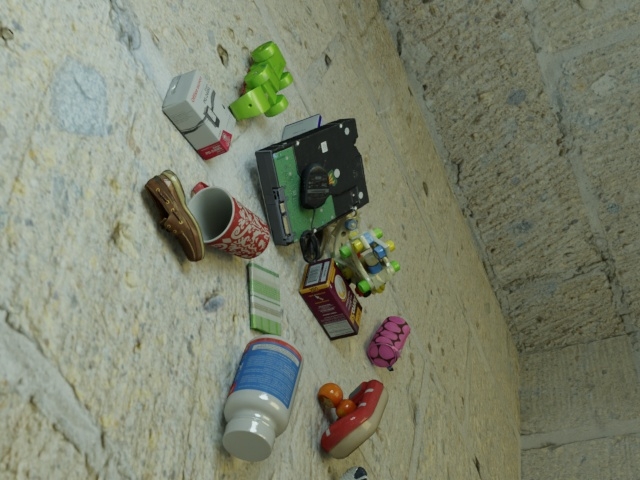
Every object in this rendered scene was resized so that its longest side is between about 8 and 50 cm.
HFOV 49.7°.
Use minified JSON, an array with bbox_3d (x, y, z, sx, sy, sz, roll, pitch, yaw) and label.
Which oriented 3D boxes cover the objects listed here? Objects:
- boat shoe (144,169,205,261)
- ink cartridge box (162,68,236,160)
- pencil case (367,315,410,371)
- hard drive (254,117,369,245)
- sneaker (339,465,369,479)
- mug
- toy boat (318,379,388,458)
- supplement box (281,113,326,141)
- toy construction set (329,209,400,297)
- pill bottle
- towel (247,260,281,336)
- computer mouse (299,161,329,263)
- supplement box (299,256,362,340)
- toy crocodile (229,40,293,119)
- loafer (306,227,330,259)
[{"bbox_3d":[-0.267,-0.038,1.261,0.060,0.064,0.178,-31,109,-32],"label":"boat shoe"},{"bbox_3d":[-0.247,-0.260,1.429,0.150,0.063,0.109,53,31,-40],"label":"ink cartridge box"},{"bbox_3d":[0.209,0.297,2.045,0.095,0.098,0.209,68,23,-13],"label":"pencil case"},{"bbox_3d":[-0.012,-0.152,1.714,0.339,0.064,0.237,-32,117,-46],"label":"hard drive"},{"bbox_3d":[0.097,0.647,1.578,0.153,0.094,0.235,44,37,-51],"label":"sneaker"},{"bbox_3d":[-0.180,-0.044,1.388,0.169,0.113,0.150,34,47,-61],"label":"mug"},{"bbox_3d":[0.057,0.398,1.631,0.151,0.151,0.231,41,26,0],"label":"toy boat"},{"bbox_3d":[-0.005,-0.214,1.879,0.220,0.111,0.114,54,31,-38],"label":"supplement box"},{"bbox_3d":[0.092,0.029,1.820,0.215,0.151,0.328,66,-5,-25],"label":"toy construction set"},{"bbox_3d":[-0.111,0.295,1.302,0.124,0.124,0.221,60,27,-29],"label":"pill bottle"},{"bbox_3d":[-0.125,0.130,1.512,0.113,0.023,0.152,32,49,-54],"label":"towel"},{"bbox_3d":[-0.022,-0.065,1.636,0.071,0.041,0.242,-2,102,-35],"label":"computer mouse"},{"bbox_3d":[0.030,0.151,1.760,0.188,0.080,0.104,59,27,-31],"label":"supplement box"},{"bbox_3d":[-0.144,-0.398,1.723,0.115,0.105,0.340,57,24,-32],"label":"toy crocodile"},{"bbox_3d":[0.000,0.000,1.822,0.050,0.056,0.148,49,34,-34],"label":"loafer"}]
